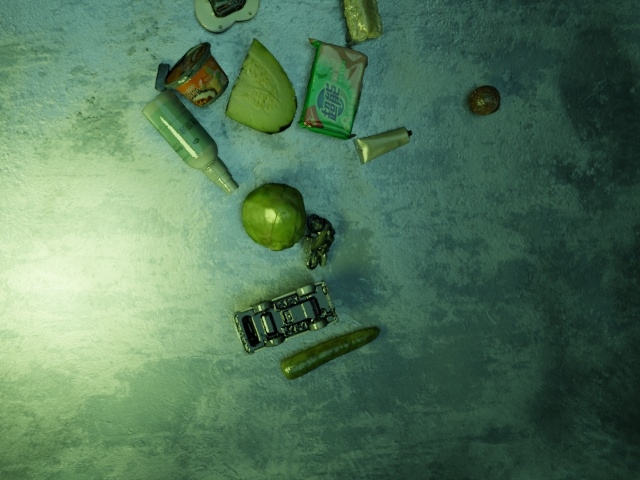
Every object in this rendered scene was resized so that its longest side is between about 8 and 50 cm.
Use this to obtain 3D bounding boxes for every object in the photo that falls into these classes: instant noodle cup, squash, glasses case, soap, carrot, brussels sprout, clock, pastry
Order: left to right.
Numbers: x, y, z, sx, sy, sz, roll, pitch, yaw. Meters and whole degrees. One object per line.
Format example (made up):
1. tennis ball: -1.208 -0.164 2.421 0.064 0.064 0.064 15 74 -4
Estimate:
1. glasses case: -0.471 -0.486 1.797 0.034 0.023 0.083 11 94 -5
2. instant noodle cup: -0.350 -0.470 1.759 0.178 0.208 0.125 -19 131 32
3. clock: -0.284 -0.719 1.782 0.198 0.064 0.172 -27 104 -8
4. squash: -0.156 -0.440 1.806 0.155 0.204 0.236 25 93 9
5. brussels sprout: -0.142 -0.071 1.855 0.223 0.161 0.223 3 114 6
6. soap: 0.035 -0.464 1.871 0.218 0.098 0.273 13 93 -7
7. carrot: 0.039 0.366 2.009 0.359 0.074 0.074 -22 102 -9
8. pastry: 0.122 -0.739 1.857 0.122 0.089 0.258 -15 104 -22

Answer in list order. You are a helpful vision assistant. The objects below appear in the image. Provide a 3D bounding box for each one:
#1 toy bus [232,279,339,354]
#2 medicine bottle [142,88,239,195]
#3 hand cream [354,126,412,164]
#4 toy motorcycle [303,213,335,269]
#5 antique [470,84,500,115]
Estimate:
1. toy bus: -0.115 0.240 1.901 0.306 0.179 0.143 -20 88 -9
2. medicine bottle: -0.374 -0.282 1.802 0.110 0.110 0.351 -41 104 -4
3. hand cream: 0.210 -0.318 1.956 0.186 0.054 0.087 -20 107 -2
4. toy motorcycle: 0.000 0.000 1.939 0.124 0.061 0.193 -18 119 -41
5. antique: 0.540 -0.460 1.977 0.104 0.104 0.104 -2 99 -12
